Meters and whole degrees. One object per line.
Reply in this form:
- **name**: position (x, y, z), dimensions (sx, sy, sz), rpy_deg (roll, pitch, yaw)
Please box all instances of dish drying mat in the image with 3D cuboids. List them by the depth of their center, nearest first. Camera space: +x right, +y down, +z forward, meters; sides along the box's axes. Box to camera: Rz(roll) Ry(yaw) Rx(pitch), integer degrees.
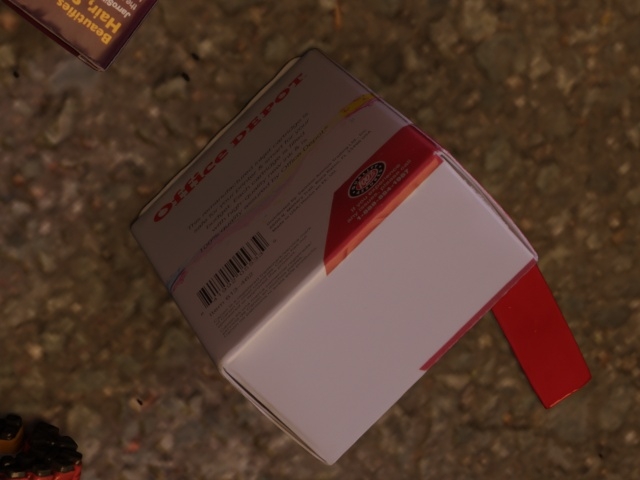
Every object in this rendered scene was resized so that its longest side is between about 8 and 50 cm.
- **dish drying mat**: position (0.110, 0.046, 0.990), dimensions (0.032, 0.008, 0.083), rpy_deg (-31, 112, -5)

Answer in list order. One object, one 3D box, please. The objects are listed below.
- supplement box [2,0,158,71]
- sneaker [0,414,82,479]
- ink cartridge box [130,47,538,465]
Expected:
- **supplement box**: position (-0.083, -0.181, 0.822), dimensions (0.104, 0.081, 0.188), rpy_deg (36, 95, -23)
- **sneaker**: position (-0.220, 0.143, 0.884), dimensions (0.225, 0.088, 0.093), rpy_deg (-2, 109, -15)
- **ink cartridge box**: position (0.000, 0.000, 0.854), dimensions (0.127, 0.175, 0.072), rpy_deg (-45, 116, 2)
